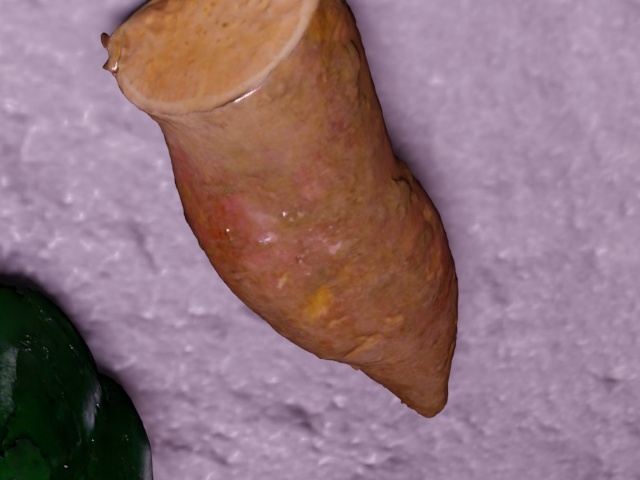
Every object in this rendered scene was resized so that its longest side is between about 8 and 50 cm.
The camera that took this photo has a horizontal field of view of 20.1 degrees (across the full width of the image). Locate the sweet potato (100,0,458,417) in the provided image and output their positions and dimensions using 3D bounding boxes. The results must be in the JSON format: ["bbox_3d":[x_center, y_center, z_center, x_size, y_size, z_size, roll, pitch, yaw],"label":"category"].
[{"bbox_3d":[0.003,0.000,0.997,0.131,0.131,0.337,-24,127,3],"label":"sweet potato"}]

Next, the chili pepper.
[{"bbox_3d":[-0.212,0.161,0.979,0.233,0.257,0.248,35,113,-20],"label":"chili pepper"}]
